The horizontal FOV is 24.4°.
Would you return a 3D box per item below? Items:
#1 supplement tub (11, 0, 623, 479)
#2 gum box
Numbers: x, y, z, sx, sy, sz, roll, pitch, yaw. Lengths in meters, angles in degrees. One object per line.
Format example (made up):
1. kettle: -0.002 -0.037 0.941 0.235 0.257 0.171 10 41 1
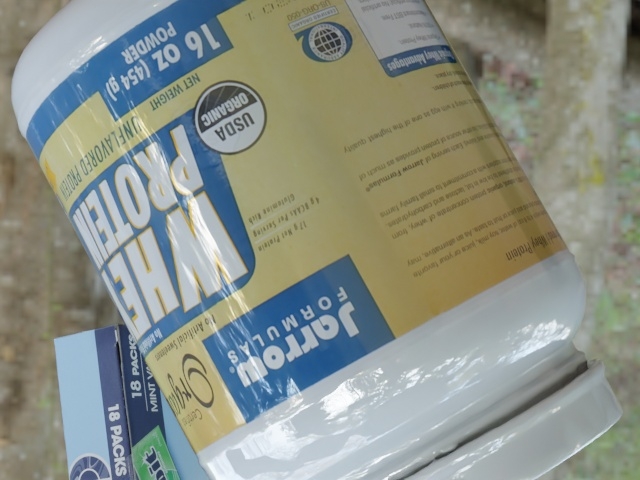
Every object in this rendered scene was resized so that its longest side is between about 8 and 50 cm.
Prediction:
1. supplement tub: 0.000 0.000 0.504 0.144 0.199 0.144 -29 174 -4
2. gum box: -0.054 0.126 0.742 0.041 0.157 0.184 -13 168 26
